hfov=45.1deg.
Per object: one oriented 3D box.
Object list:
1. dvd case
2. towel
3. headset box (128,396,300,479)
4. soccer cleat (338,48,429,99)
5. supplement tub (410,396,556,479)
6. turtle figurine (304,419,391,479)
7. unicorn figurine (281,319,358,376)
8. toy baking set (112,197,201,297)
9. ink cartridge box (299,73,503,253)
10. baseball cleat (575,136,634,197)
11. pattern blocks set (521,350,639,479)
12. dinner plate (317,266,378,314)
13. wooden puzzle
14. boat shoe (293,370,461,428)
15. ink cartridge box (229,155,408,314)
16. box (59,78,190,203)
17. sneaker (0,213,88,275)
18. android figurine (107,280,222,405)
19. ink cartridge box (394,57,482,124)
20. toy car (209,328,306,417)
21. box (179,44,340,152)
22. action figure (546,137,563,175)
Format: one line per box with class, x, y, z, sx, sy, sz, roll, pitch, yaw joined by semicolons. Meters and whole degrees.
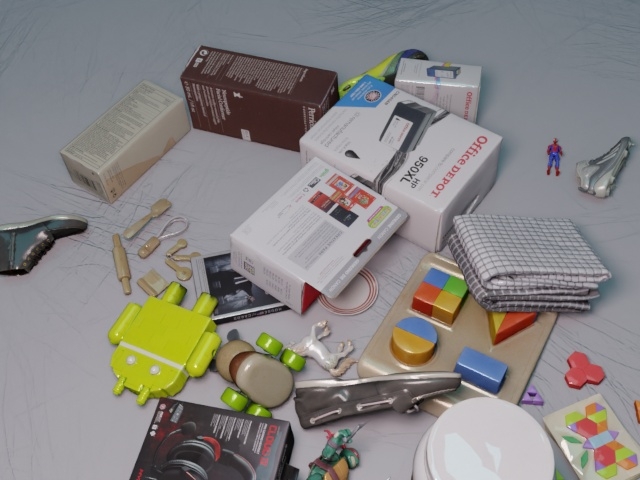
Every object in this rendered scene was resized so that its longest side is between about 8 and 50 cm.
dvd case;-0.162;0.093;1.735;0.239;0.029;0.179;-12;54;-7
towel;0.436;0.047;1.644;0.284;0.121;0.235;1;33;-10
headset box;-0.188;0.434;1.437;0.293;0.110;0.218;9;54;10
soccer cleat;0.160;-0.435;2.094;0.289;0.093;0.121;-28;26;-11
supplement tub;0.265;0.418;1.294;0.229;0.316;0.228;-2;54;2
turtle figurine;0.027;0.443;1.418;0.118;0.175;0.234;-16;15;47
unicorn figurine;-0.008;0.225;1.613;0.162;0.060;0.111;32;61;24
toy baking set;-0.390;0.022;1.808;0.197;0.030;0.256;-16;61;-16
ink cartridge box;0.192;-0.191;1.844;0.395;0.166;0.285;30;61;22
baseball cleat;0.687;-0.192;1.876;0.110;0.072;0.206;20;53;25
pattern blocks set;0.533;0.389;1.481;0.285;0.026;0.325;-33;59;-19
dinner plate;0.058;0.110;1.722;0.141;0.017;0.141;-2;54;3
wooden puzzle;0.290;0.198;1.603;0.322;0.080;0.347;24;58;19
boat shoe;0.111;0.309;1.497;0.335;0.112;0.095;-7;80;16
ink cartridge box;0.000;0.000;1.710;0.272;0.130;0.309;32;56;19
box;-0.489;-0.256;1.960;0.148;0.121;0.311;29;60;23
sneaker;-0.654;0.014;1.810;0.222;0.083;0.118;-11;72;-14
android figurine;-0.333;0.217;1.620;0.248;0.056;0.272;19;62;24
ink cartridge box;0.301;-0.373;1.980;0.213;0.154;0.093;9;53;11
toy car;-0.155;0.257;1.571;0.188;0.149;0.155;22;75;48
box;-0.149;-0.355;1.974;0.382;0.191;0.143;13;55;14
action figure;0.585;-0.213;1.925;0.038;0.030;0.115;5;52;13
